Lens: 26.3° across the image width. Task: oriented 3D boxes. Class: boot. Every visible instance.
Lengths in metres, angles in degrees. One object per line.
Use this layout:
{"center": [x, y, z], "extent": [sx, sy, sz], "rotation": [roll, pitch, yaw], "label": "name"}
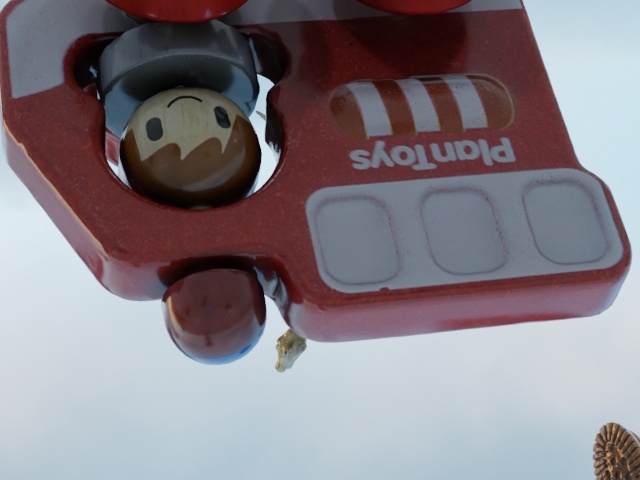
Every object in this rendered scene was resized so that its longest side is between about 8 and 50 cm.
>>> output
{"center": [0.304, 0.227, 1.216], "extent": [0.085, 0.059, 0.158], "rotation": [7, -142, -35], "label": "boot"}

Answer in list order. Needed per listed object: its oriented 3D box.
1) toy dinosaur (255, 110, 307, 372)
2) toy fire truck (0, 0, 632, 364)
{"center": [0.000, 0.000, 0.959], "extent": [0.053, 0.183, 0.093], "rotation": [-6, 174, 41], "label": "toy dinosaur"}
{"center": [-0.011, -0.059, 0.713], "extent": [0.302, 0.169, 0.254], "rotation": [-5, -124, -13], "label": "toy fire truck"}
